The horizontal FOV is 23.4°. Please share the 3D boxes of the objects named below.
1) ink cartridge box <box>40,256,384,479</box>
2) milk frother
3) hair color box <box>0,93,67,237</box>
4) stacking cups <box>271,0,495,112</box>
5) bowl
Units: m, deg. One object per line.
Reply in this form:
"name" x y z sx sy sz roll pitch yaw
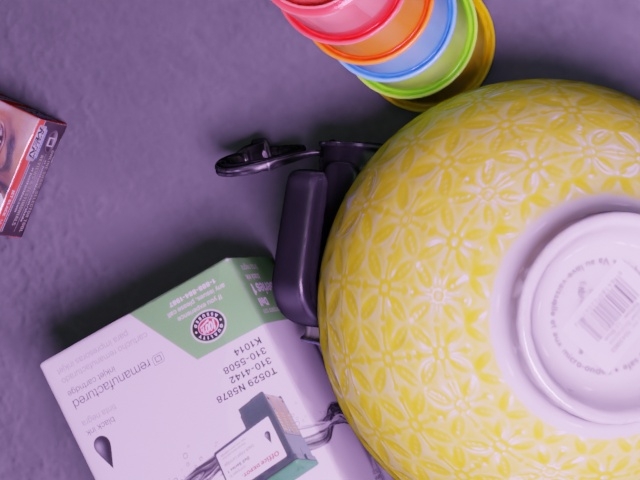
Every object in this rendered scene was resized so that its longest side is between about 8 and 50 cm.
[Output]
"ink cartridge box" -0.062 0.143 1.040 0.160 0.092 0.219 -30 81 13
"milk frother" 0.000 0.000 1.035 0.143 0.129 0.135 6 90 58
"hair color box" -0.280 -0.077 1.125 0.167 0.053 0.093 24 94 13
"stacking cups" 0.030 -0.132 0.906 0.096 0.316 0.096 0 91 16
"bowl" 0.151 0.042 0.902 0.289 0.156 0.290 0 90 -9
